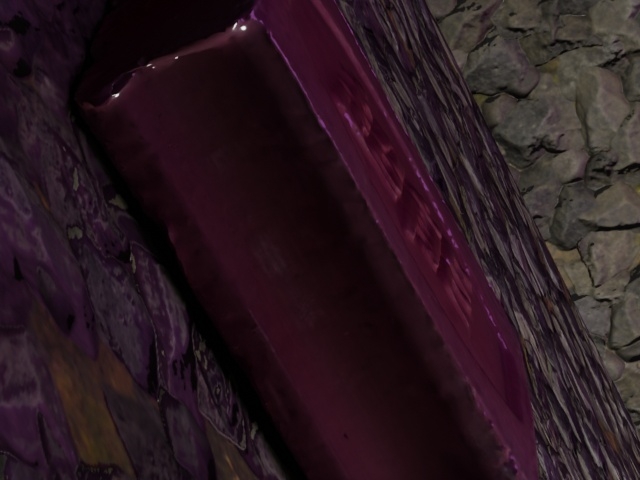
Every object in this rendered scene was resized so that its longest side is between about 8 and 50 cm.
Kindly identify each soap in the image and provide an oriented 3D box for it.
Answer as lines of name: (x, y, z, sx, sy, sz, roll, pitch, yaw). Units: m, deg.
soap: (0.000, 0.000, 1.174, 0.359, 0.128, 0.233, 60, 15, -22)
